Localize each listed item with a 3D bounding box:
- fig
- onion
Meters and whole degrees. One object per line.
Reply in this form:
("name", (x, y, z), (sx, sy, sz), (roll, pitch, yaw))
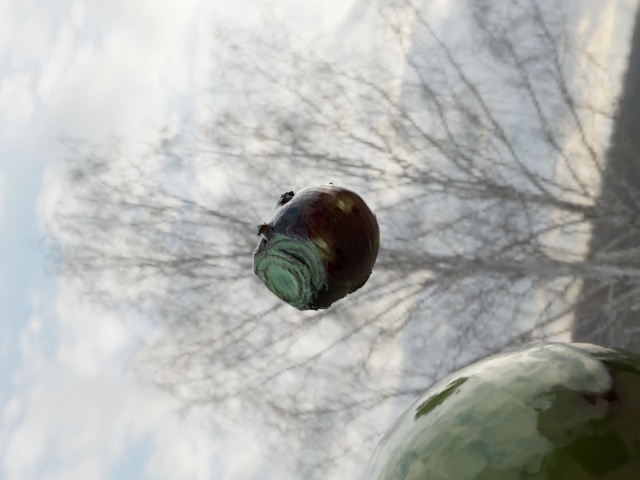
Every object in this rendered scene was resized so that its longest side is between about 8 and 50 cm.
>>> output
("fig", (0.157, 0.208, 0.728), (0.316, 0.316, 0.316), (10, -90, -71))
("onion", (0.000, 0.000, 0.953), (0.118, 0.117, 0.119), (17, -121, -31))
